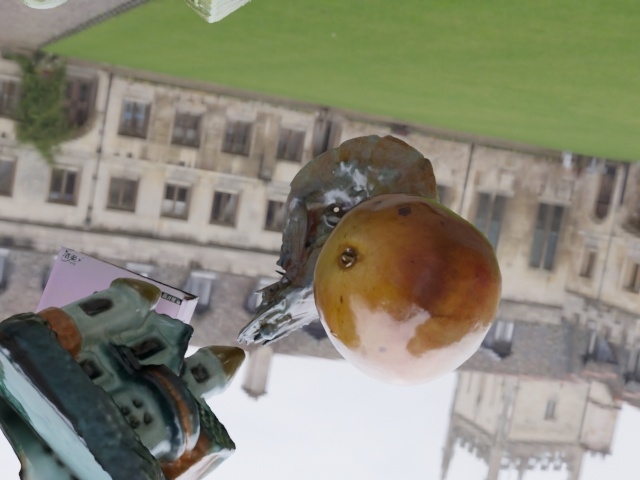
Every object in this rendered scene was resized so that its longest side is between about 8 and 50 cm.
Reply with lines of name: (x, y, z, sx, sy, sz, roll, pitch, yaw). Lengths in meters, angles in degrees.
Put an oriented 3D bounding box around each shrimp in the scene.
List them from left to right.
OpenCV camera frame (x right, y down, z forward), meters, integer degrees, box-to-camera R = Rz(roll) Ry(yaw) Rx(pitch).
shrimp: (0.000, 0.000, 1.116, 0.164, 0.317, 0.062, 52, -167, 19)

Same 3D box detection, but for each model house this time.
model house: (-0.181, 0.159, 0.997, 0.253, 0.184, 0.291, 47, -137, 15)

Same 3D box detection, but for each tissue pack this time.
tissue pack: (-0.359, 0.123, 1.659, 0.246, 0.148, 0.092, 20, 178, 10)

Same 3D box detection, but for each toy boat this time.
toy boat: (-0.190, -0.443, 1.595, 0.111, 0.084, 0.276, -32, -137, -12)

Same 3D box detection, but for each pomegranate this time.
pomegranate: (0.084, 0.049, 0.939, 0.191, 0.191, 0.191, 10, -174, -1)

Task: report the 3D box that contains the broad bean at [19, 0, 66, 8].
broad bean: (-0.422, -0.408, 1.328, 0.124, 0.174, 0.082, -30, 172, -38)
